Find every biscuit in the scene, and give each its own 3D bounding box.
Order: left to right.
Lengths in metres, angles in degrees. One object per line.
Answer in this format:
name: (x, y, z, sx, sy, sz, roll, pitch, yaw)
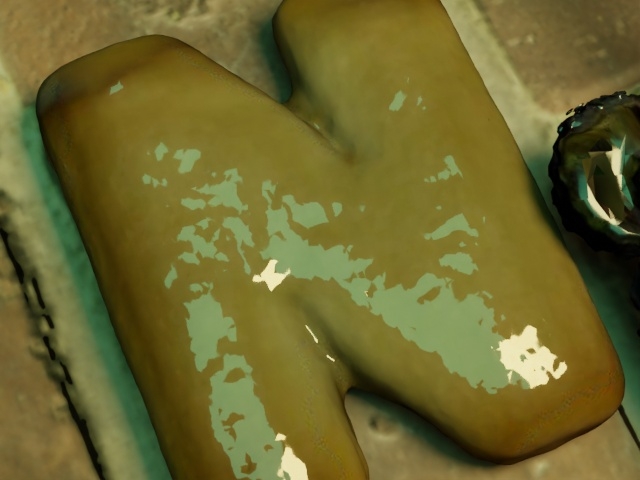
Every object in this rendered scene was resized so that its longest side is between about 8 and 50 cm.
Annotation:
biscuit: (0.000, 0.000, 0.696, 0.237, 0.062, 0.290, -19, 72, -8)

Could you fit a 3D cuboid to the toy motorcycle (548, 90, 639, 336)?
toy motorcycle: (0.226, -0.024, 0.669, 0.207, 0.134, 0.401, -25, 73, -10)
